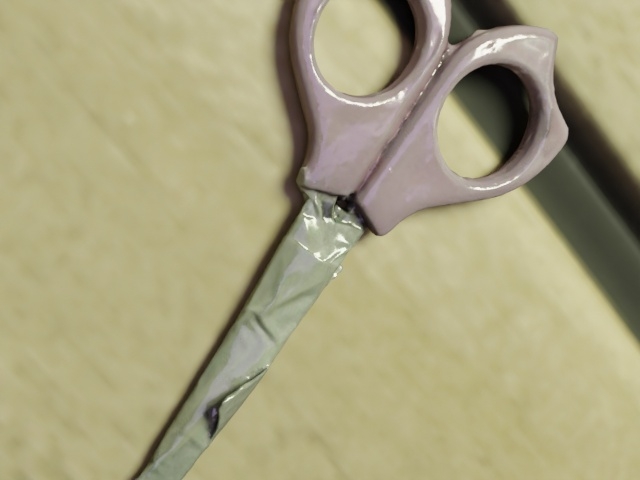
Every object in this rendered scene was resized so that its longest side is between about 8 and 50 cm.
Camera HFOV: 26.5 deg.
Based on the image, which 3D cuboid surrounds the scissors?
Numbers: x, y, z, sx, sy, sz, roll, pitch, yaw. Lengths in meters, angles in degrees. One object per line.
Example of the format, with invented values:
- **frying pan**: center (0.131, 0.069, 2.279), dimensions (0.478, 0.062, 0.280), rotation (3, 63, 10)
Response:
- **scissors**: center (0.000, 0.000, 0.462), dimensions (0.110, 0.021, 0.212), rotation (35, 85, -15)
